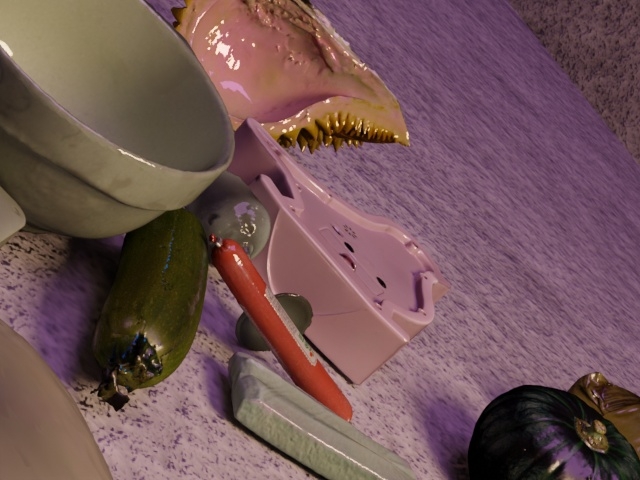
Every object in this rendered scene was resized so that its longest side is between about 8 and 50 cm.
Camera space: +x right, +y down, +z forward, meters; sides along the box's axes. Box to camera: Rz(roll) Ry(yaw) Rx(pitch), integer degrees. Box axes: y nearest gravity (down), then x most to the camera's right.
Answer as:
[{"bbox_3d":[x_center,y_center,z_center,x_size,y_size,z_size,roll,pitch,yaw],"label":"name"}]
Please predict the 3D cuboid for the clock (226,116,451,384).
[{"bbox_3d":[0.000,0.000,2.036,0.290,0.080,0.275,48,18,5],"label":"clock"}]

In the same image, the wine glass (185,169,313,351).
[{"bbox_3d":[-0.075,0.013,1.851,0.079,0.079,0.195,27,27,-43],"label":"wine glass"}]

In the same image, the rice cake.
[{"bbox_3d":[0.006,0.179,1.729,0.221,0.042,0.080,35,17,-25],"label":"rice cake"}]

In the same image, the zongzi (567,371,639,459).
[{"bbox_3d":[0.393,0.296,2.135,0.300,0.145,0.274,22,31,-46],"label":"zongzi"}]

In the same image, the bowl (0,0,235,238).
[{"bbox_3d":[-0.236,-0.121,1.656,0.307,0.163,0.307,40,20,-17],"label":"bowl"}]

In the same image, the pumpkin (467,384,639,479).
[{"bbox_3d":[0.241,0.232,1.948,0.202,0.140,0.202,29,23,-14],"label":"pumpkin"}]

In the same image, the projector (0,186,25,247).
[{"bbox_3d":[-0.354,-0.067,1.422,0.257,0.079,0.259,45,20,-2],"label":"projector"}]

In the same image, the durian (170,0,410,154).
[{"bbox_3d":[-0.055,-0.180,2.207,0.305,0.185,0.195,33,-6,-13],"label":"durian"}]

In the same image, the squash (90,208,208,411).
[{"bbox_3d":[-0.140,0.056,1.614,0.087,0.087,0.331,41,18,-13],"label":"squash"}]

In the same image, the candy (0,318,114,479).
[{"bbox_3d":[-0.216,0.176,1.066,0.386,0.186,0.427,24,32,-56],"label":"candy"}]

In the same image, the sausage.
[{"bbox_3d":[-0.034,0.086,1.752,0.253,0.034,0.034,57,10,-31],"label":"sausage"}]
